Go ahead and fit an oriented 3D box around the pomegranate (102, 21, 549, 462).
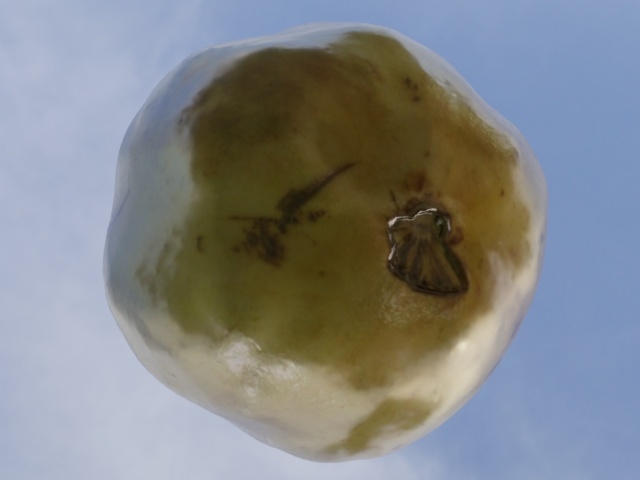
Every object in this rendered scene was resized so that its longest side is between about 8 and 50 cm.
[{"bbox_3d":[0.000,0.000,1.196,0.332,0.332,0.332,2,-123,-3],"label":"pomegranate"}]
